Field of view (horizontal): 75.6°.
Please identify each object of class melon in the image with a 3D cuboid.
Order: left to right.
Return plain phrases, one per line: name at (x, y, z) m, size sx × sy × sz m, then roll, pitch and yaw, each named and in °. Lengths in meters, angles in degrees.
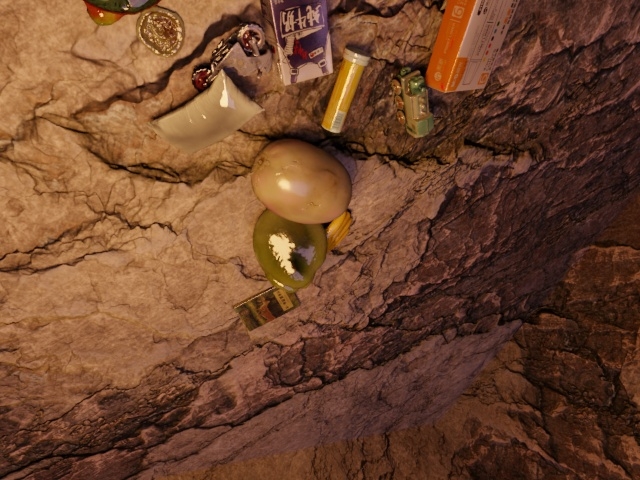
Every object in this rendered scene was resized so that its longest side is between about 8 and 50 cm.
melon at (-0.053, -0.163, 1.173) m, size 0.316 × 0.223 × 0.223 m, roll 17°, pitch 118°, yaw -38°

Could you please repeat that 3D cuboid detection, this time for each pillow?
pillow at (-0.279, -0.302, 1.005) m, size 0.253 × 0.078 × 0.144 m, roll -24°, pitch 139°, yaw 21°

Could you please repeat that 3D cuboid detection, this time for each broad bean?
broad bean at (-0.093, 0.020, 1.317) m, size 0.237 × 0.119 × 0.292 m, roll -13°, pitch 95°, yaw -4°

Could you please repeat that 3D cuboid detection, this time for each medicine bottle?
medicine bottle at (0.064, -0.409, 1.131) m, size 0.073 × 0.074 × 0.218 m, roll 2°, pitch 128°, yaw -28°

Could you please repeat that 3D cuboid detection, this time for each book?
book at (-0.205, 0.252, 1.592) m, size 0.228 × 0.024 × 0.160 m, roll -26°, pitch 132°, yaw -4°

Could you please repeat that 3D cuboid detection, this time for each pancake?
pancake at (-0.353, -0.460, 0.914) m, size 0.107 × 0.017 × 0.108 m, roll -15°, pitch 130°, yaw -19°

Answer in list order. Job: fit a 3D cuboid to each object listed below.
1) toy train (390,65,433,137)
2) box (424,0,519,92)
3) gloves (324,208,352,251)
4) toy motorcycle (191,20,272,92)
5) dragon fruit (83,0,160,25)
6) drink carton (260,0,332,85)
toy train at (0.272, -0.403, 1.204) m, size 0.080 × 0.125 × 0.194 m, roll -28°, pitch 135°, yaw -7°
box at (0.415, -0.556, 1.135) m, size 0.220 × 0.091 × 0.274 m, roll -21°, pitch 138°, yaw -35°
gloves at (0.000, 0.000, 1.446) m, size 0.294 × 0.116 × 0.133 m, roll -42°, pitch 162°, yaw -1°
toy motorcycle at (-0.203, -0.418, 0.988) m, size 0.215 × 0.080 × 0.122 m, roll -34°, pitch 137°, yaw 19°
dragon fruit at (-0.389, -0.543, 0.754) m, size 0.268 × 0.130 × 0.296 m, roll -5°, pitch 129°, yaw -29°
drink carton at (-0.056, -0.500, 0.974) m, size 0.134 × 0.102 × 0.223 m, roll -21°, pitch 136°, yaw -13°
